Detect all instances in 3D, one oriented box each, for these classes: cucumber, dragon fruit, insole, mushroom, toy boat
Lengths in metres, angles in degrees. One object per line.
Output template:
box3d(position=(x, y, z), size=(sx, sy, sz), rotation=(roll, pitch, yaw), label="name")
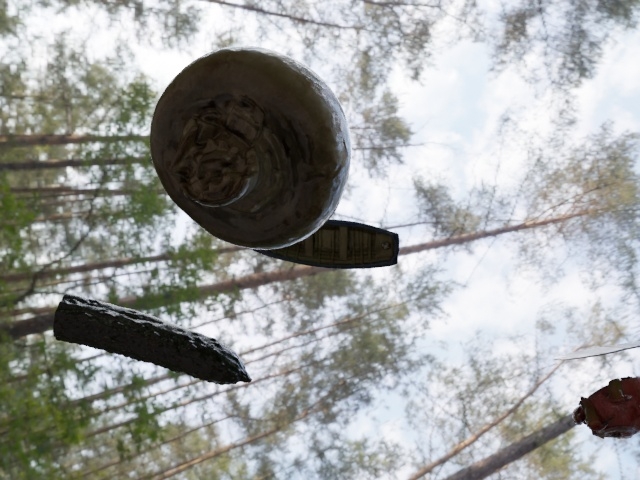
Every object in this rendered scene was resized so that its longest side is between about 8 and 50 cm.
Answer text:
box3d(position=(-0.239, 0.147, 0.981), size=(0.300, 0.072, 0.072), rotation=(17, -64, -3), label="cucumber")
box3d(position=(0.424, 0.245, 0.960), size=(0.112, 0.126, 0.068), rotation=(100, -20, -46), label="dragon fruit")
box3d(position=(0.432, 0.159, 1.006), size=(0.065, 0.197, 0.004), rotation=(152, -70, -76), label="insole")
box3d(position=(-0.076, -0.092, 0.736), size=(0.226, 0.178, 0.226), rotation=(4, -64, 8), label="mushroom")
box3d(position=(0.000, 0.000, 0.991), size=(0.229, 0.046, 0.080), rotation=(3, -60, 7), label="toy boat")
